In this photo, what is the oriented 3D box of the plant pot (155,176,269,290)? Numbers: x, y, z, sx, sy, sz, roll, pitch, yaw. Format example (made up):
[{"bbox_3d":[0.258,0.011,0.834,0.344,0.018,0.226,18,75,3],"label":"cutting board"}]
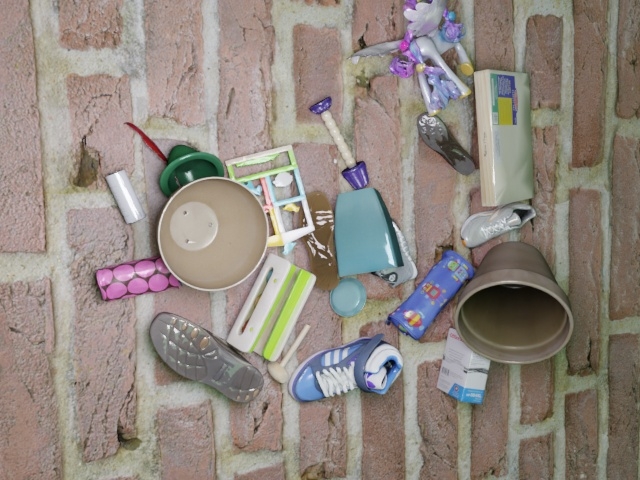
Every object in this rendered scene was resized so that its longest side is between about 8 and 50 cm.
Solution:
[{"bbox_3d":[-0.302,-0.027,1.588,0.284,0.191,0.284,-5,100,-29],"label":"plant pot"}]

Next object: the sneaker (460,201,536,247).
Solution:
[{"bbox_3d":[0.569,-0.057,1.961,0.262,0.121,0.099,-30,104,-16],"label":"sneaker"}]

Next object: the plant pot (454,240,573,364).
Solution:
[{"bbox_3d":[0.573,0.155,1.824,0.323,0.323,0.280,45,38,-18],"label":"plant pot"}]

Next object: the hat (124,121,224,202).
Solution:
[{"bbox_3d":[-0.375,-0.230,1.638,0.173,0.183,0.208,-29,148,-4],"label":"hat"}]

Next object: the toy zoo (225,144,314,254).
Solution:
[{"bbox_3d":[-0.134,-0.101,1.701,0.192,0.030,0.293,-15,92,-9],"label":"toy zoo"}]

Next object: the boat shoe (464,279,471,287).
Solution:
[{"bbox_3d":[0.564,0.176,2.006,0.207,0.073,0.073,18,90,-21],"label":"boat shoe"}]

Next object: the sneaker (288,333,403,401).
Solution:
[{"bbox_3d":[0.082,0.386,1.755,0.323,0.236,0.130,-24,103,-17],"label":"sneaker"}]

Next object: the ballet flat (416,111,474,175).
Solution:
[{"bbox_3d":[0.391,-0.303,1.911,0.250,0.058,0.084,42,115,-14],"label":"ballet flat"}]

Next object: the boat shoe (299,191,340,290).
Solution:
[{"bbox_3d":[0.000,0.000,1.780,0.104,0.089,0.285,-6,95,6],"label":"boat shoe"}]

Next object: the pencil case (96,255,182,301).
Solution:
[{"bbox_3d":[-0.472,0.102,1.602,0.209,0.095,0.098,-9,122,-18],"label":"pencil case"}]

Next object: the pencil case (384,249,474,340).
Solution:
[{"bbox_3d":[0.341,0.173,1.897,0.119,0.133,0.306,40,78,17],"label":"pencil case"}]

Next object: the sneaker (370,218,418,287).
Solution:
[{"bbox_3d":[0.198,0.044,1.851,0.132,0.086,0.228,-31,106,-13],"label":"sneaker"}]

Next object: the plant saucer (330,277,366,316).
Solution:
[{"bbox_3d":[0.080,0.169,1.850,0.119,0.021,0.119,-2,96,-20],"label":"plant saucer"}]

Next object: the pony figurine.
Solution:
[{"bbox_3d":[0.292,-0.553,1.760,0.351,0.303,0.363,-43,107,-46],"label":"pony figurine"}]

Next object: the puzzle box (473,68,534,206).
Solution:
[{"bbox_3d":[0.581,-0.322,1.921,0.272,0.052,0.409,-11,99,-45],"label":"puzzle box"}]

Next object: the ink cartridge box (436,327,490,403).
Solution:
[{"bbox_3d":[0.459,0.394,1.946,0.086,0.148,0.203,13,91,-20],"label":"ink cartridge box"}]

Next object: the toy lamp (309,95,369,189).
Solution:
[{"bbox_3d":[0.059,-0.275,1.773,0.080,0.080,0.274,-33,103,-15],"label":"toy lamp"}]

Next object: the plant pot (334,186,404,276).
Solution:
[{"bbox_3d":[0.130,-0.026,1.753,0.166,0.165,0.234,-10,86,14],"label":"plant pot"}]

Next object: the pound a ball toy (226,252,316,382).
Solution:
[{"bbox_3d":[-0.132,0.218,1.735,0.208,0.136,0.319,31,83,-46],"label":"pound a ball toy"}]

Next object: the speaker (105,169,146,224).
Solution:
[{"bbox_3d":[-0.504,-0.113,1.585,0.055,0.055,0.136,-26,103,-17],"label":"speaker"}]

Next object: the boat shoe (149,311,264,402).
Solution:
[{"bbox_3d":[-0.315,0.313,1.658,0.355,0.130,0.132,42,84,-20],"label":"boat shoe"}]
